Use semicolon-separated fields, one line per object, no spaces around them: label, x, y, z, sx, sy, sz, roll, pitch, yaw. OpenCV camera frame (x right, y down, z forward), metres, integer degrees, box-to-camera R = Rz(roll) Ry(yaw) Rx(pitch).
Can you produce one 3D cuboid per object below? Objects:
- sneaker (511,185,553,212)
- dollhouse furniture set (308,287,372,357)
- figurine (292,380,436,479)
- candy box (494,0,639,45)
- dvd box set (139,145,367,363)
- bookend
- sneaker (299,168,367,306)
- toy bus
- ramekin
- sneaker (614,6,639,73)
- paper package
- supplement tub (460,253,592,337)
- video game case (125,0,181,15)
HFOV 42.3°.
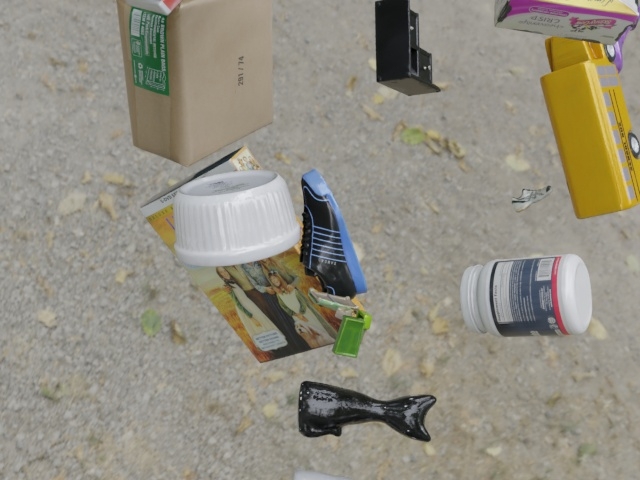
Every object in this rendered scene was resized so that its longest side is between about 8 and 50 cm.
sneaker;0.411;-0.089;1.613;0.037;0.083;0.032;60;9;4
dollhouse furniture set;0.028;0.128;1.285;0.076;0.152;0.058;13;99;-20
figurine;0.066;0.328;1.251;0.210;0.092;0.214;4;81;3
candy box;0.305;-0.371;1.034;0.159;0.071;0.233;7;71;-5
dvd box set;-0.132;0.045;1.621;0.420;0.308;0.062;55;44;-16
bookend;0.172;-0.375;1.614;0.157;0.072;0.156;4;84;-61
sneaker;0.000;0.000;1.383;0.090;0.081;0.232;-22;97;-7
toy bus;0.482;-0.215;1.479;0.130;0.108;0.332;-18;93;-49
ramekin;-0.140;-0.042;1.331;0.207;0.207;0.109;-22;112;-37
sneaker;0.563;-0.416;1.578;0.105;0.095;0.236;3;63;-1
paper package;-0.240;-0.355;1.668;0.168;0.324;0.309;19;34;26
supplement tub;0.493;0.135;1.978;0.191;0.272;0.191;14;73;-56
video game case;-0.171;-0.455;1.253;0.285;0.204;0.025;-47;123;-6
